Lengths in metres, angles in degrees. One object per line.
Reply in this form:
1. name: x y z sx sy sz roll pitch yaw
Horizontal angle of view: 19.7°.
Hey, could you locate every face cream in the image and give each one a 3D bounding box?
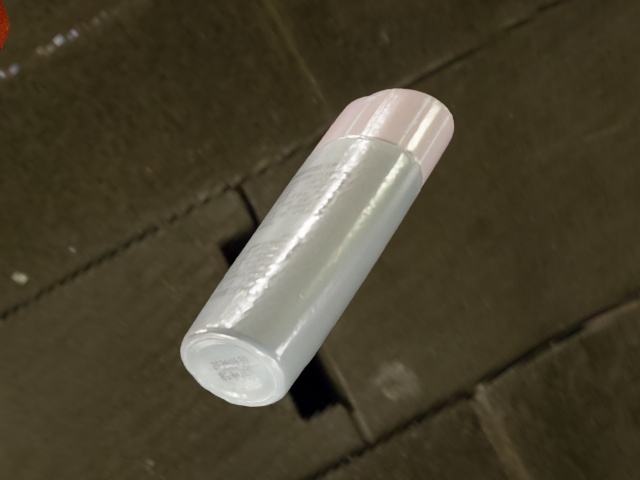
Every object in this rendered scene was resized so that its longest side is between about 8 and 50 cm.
1. face cream: 0.000 0.000 0.984 0.084 0.057 0.198 -11 34 46

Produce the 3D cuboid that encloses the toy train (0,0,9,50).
1. toy train: -0.402 -0.066 1.324 0.409 0.086 0.089 -30 58 -8
